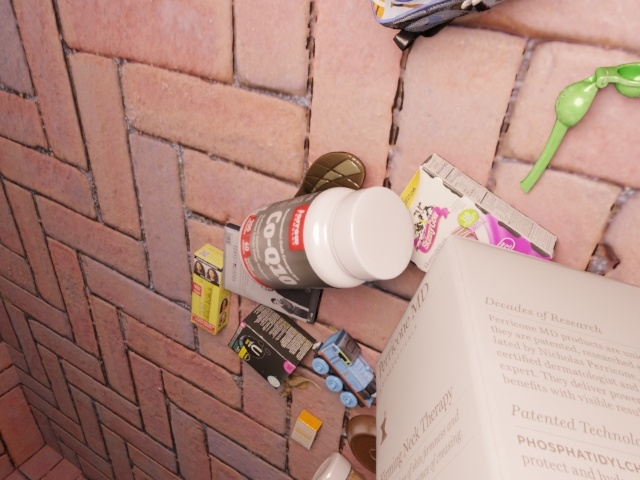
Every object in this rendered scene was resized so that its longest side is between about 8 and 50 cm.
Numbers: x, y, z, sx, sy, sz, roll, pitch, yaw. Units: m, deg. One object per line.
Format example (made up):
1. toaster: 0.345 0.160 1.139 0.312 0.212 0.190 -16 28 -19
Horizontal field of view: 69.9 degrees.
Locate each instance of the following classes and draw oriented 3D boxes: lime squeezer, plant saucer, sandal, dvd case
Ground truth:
1. lime squeezer: 0.369 -0.165 0.561 0.310 0.059 0.110 -30 98 40
2. plant saucer: 0.144 0.515 1.121 0.198 0.036 0.199 16 124 24
3. sandal: 0.014 -0.098 0.837 0.090 0.060 0.219 42 146 0
4. dvd case: -0.107 0.075 1.012 0.238 0.030 0.180 21 127 13

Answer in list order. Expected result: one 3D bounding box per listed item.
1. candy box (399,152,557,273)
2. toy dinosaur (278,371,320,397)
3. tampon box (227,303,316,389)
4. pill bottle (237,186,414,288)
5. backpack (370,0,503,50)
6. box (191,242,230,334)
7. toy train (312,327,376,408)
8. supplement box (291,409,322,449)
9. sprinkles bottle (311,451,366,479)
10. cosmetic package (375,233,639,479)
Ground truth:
1. candy box: 0.225 -0.007 0.737 0.233 0.071 0.159 37 131 10
2. toy dinosaur: -0.066 0.352 1.164 0.092 0.053 0.183 39 140 -12
3. tampon box: -0.116 0.245 1.087 0.161 0.101 0.120 39 131 7
4. pill bottle: 0.000 0.000 0.761 0.283 0.161 0.161 -8 112 49
5. backpack: 0.161 -0.378 0.484 0.263 0.213 0.277 -8 109 25
6. box: -0.273 0.125 1.149 0.087 0.058 0.232 27 128 16
7. toy train: 0.062 0.289 1.016 0.184 0.080 0.105 50 125 -1
8. supplement box: -0.037 0.510 1.235 0.062 0.036 0.099 29 128 16
9. sprinkles bottle: 0.136 0.719 1.189 0.355 0.121 0.121 42 131 5
10. cosmetic package: 0.272 0.267 0.593 0.327 0.394 0.330 15 128 -5
